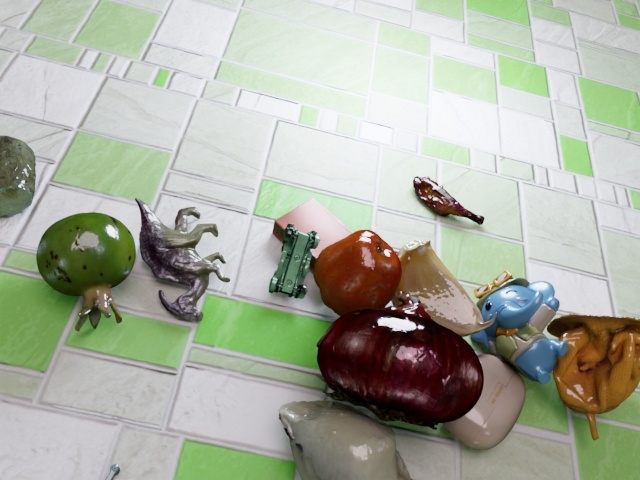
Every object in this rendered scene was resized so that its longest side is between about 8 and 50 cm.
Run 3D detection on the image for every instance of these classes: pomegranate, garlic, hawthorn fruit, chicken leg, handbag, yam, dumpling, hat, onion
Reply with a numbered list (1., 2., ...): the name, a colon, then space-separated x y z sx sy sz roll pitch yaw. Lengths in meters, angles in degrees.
1. pomegranate: -0.441 0.057 1.243 0.182 0.181 0.224 -9 76 -22
2. garlic: 0.244 0.117 1.381 0.245 0.164 0.145 47 39 14
3. hawthorn fruit: 0.076 0.068 1.317 0.189 0.189 0.189 8 52 -10
4. chicken leg: 0.319 -0.100 1.645 0.205 0.053 0.093 47 41 16
5. handbag: 0.000 0.000 1.471 0.190 0.062 0.127 41 54 21
6. yam: -0.656 -0.138 1.370 0.107 0.107 0.183 -2 53 -17
7. dumpling: 0.064 0.367 1.154 0.227 0.175 0.243 -7 68 -56
8. hat: 0.577 0.292 1.330 0.244 0.233 0.233 -3 67 34
9. onion: 0.152 0.214 1.183 0.314 0.314 0.232 18 84 -2

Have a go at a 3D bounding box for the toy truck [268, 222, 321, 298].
1. toy truck: -0.058 0.047 1.393 0.080 0.078 0.154 16 81 -11

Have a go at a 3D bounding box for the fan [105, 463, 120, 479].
1. fan: -0.376 0.451 1.044 0.038 0.016 0.193 25 52 1

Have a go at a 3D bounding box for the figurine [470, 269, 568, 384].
1. figurine: 0.425 0.174 1.359 0.154 0.180 0.262 12 20 -26

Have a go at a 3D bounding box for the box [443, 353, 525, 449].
1. box: 0.324 0.319 1.293 0.146 0.088 0.200 36 53 12

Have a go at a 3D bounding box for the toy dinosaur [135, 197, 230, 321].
1. toy dinosaur: -0.286 0.027 1.357 0.162 0.077 0.294 -19 61 -27
